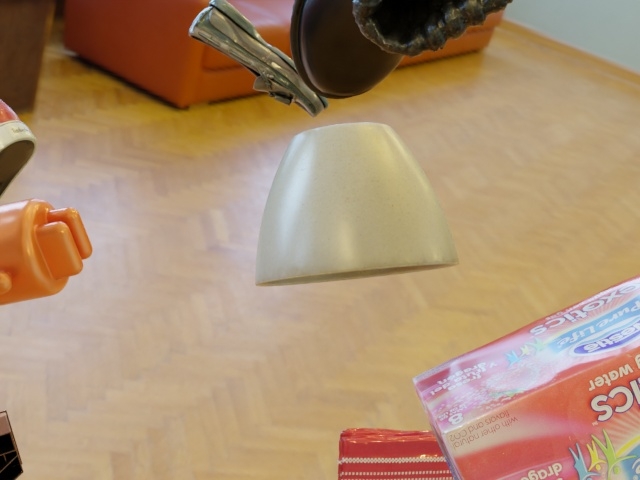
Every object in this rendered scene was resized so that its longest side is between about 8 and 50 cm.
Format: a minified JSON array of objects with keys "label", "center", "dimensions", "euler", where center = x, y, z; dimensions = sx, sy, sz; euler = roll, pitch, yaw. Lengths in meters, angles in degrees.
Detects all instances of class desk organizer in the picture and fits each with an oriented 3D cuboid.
[{"label":"desk organizer","center":[-0.510,0.340,1.560],"dimensions":[0.047,0.130,0.050],"euler":[-17,39,-19]}]

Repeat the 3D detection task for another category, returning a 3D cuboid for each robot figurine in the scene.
[{"label":"robot figurine","center":[-0.403,0.019,1.229],"dimensions":[0.219,0.128,0.158],"euler":[-11,64,9]}]

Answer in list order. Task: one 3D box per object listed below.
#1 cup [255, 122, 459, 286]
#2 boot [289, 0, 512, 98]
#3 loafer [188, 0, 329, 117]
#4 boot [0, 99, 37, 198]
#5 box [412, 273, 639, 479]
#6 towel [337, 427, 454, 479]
[{"label":"cup","center":[0.046,-0.058,1.581],"dimensions":[0.330,0.237,0.331],"euler":[-7,-5,-1]},{"label":"boot","center":[0.067,-0.222,0.895],"dimensions":[0.131,0.348,0.260],"euler":[15,40,-15]},{"label":"loafer","center":[-0.106,-0.292,1.641],"dimensions":[0.267,0.084,0.096],"euler":[43,-9,0]},{"label":"boot","center":[-0.440,-0.089,1.074],"dimensions":[0.176,0.244,0.088],"euler":[48,17,13]},{"label":"box","center":[0.241,0.127,0.734],"dimensions":[0.299,0.154,0.142],"euler":[-24,9,0]},{"label":"towel","center":[0.106,0.383,1.269],"dimensions":[0.198,0.275,0.031],"euler":[4,-2,-23]}]
